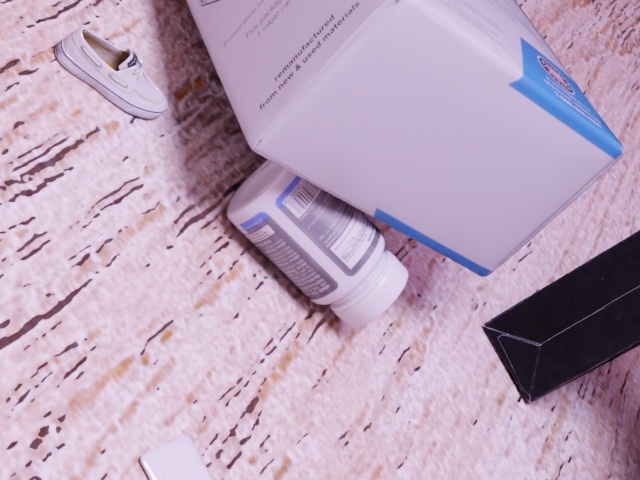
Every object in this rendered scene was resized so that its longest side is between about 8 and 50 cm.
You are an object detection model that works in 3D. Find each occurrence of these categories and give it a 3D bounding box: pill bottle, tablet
[{"bbox_3d":[0.000,0.000,1.128,0.137,0.078,0.078,46,32,-17],"label":"pill bottle"},{"bbox_3d":[-0.080,0.167,0.925,0.054,0.006,0.083,-15,74,-59],"label":"tablet"}]

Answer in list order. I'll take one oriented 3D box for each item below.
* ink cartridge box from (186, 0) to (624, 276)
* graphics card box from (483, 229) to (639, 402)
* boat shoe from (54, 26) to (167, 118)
[{"bbox_3d":[0.036,-0.196,1.206,0.285,0.166,0.395,27,27,-40],"label":"ink cartridge box"},{"bbox_3d":[0.341,0.035,1.427,0.371,0.233,0.094,-12,71,-59],"label":"graphics card box"},{"bbox_3d":[-0.148,-0.127,1.083,0.100,0.035,0.035,34,36,-32],"label":"boat shoe"}]
